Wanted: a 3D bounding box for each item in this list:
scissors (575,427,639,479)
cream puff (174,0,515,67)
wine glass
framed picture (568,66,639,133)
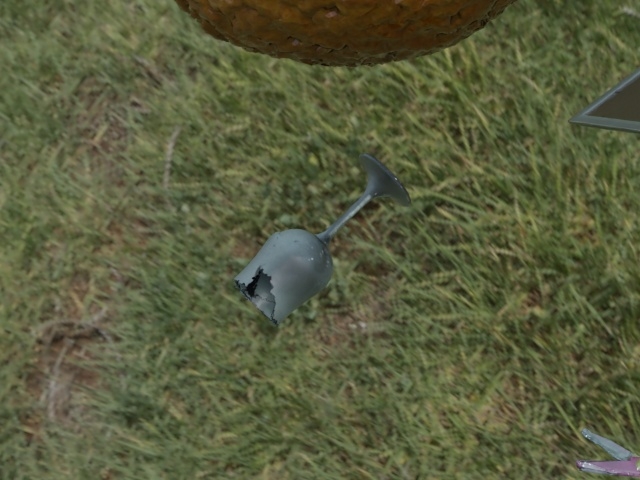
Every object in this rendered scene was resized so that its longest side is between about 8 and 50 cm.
[{"bbox_3d":[0.437,0.310,1.490,0.187,0.020,0.133,19,60,1],"label":"scissors"},{"bbox_3d":[0.014,-0.245,0.680,0.303,0.212,0.303,0,86,5],"label":"cream puff"},{"bbox_3d":[0.000,0.000,1.154,0.195,0.079,0.079,-44,55,-9],"label":"wine glass"},{"bbox_3d":[0.430,-0.194,1.202,0.273,0.016,0.216,-36,19,-8],"label":"framed picture"}]
